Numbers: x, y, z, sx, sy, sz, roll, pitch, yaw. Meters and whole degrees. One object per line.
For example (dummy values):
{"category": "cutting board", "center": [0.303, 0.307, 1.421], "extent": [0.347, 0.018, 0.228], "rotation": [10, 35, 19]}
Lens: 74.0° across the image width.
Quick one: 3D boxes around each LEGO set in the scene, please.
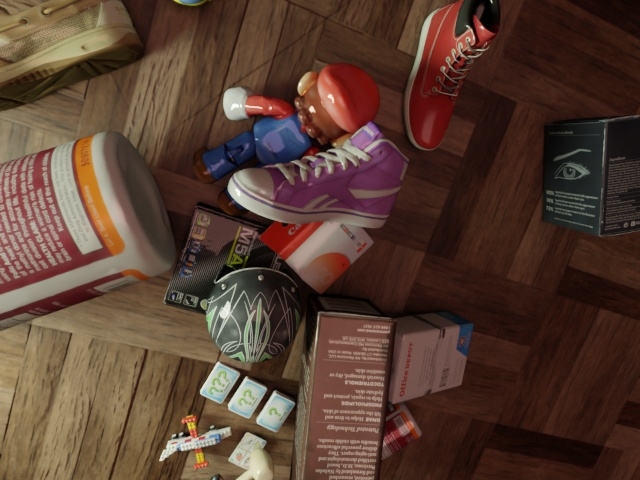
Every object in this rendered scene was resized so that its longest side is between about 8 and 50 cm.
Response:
{"category": "LEGO set", "center": [-0.188, 0.387, 0.843], "extent": [0.182, 0.060, 0.244], "rotation": [32, 96, -12]}

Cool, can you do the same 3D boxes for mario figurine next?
{"category": "mario figurine", "center": [-0.046, -0.177, 0.724], "extent": [0.320, 0.170, 0.198], "rotation": [-31, 145, 8]}

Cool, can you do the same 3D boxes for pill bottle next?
{"category": "pill bottle", "center": [-0.439, 0.005, 0.615], "extent": [0.391, 0.224, 0.224], "rotation": [-19, 106, -6]}
{"category": "pill bottle", "center": [0.128, 0.408, 0.893], "extent": [0.151, 0.086, 0.086], "rotation": [-31, 107, -1]}

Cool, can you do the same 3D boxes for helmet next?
{"category": "helmet", "center": [-0.108, 0.114, 0.692], "extent": [0.169, 0.161, 0.170], "rotation": [-3, 105, -12]}

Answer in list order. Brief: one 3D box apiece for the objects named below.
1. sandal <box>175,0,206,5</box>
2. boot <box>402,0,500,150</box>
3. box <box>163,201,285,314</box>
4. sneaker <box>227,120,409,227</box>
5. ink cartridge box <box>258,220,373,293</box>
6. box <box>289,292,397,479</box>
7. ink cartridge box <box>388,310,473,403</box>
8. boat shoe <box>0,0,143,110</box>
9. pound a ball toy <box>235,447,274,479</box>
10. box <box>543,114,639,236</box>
{"category": "sandal", "center": [-0.139, -0.493, 0.601], "extent": [0.126, 0.138, 0.318], "rotation": [29, 98, -18]}
{"category": "boot", "center": [0.216, -0.270, 0.701], "extent": [0.088, 0.176, 0.245], "rotation": [4, 104, -14]}
{"category": "box", "center": [-0.164, 0.049, 0.772], "extent": [0.184, 0.045, 0.191], "rotation": [20, 99, -14]}
{"category": "sneaker", "center": [0.010, -0.111, 0.629], "extent": [0.281, 0.102, 0.161], "rotation": [0, 127, -34]}
{"category": "ink cartridge box", "center": [0.000, 0.000, 0.755], "extent": [0.145, 0.045, 0.179], "rotation": [-44, 137, 1]}
{"category": "box", "center": [0.030, 0.300, 0.755], "extent": [0.142, 0.191, 0.382], "rotation": [7, 92, -6]}
{"category": "ink cartridge box", "center": [0.198, 0.223, 0.835], "extent": [0.190, 0.082, 0.140], "rotation": [0, 104, -31]}
{"category": "boat shoe", "center": [-0.441, -0.270, 0.611], "extent": [0.340, 0.121, 0.110], "rotation": [-26, 102, -15]}
{"category": "pound a ball toy", "center": [-0.194, 0.561, 0.844], "extent": [0.319, 0.136, 0.208], "rotation": [-31, 103, -4]}
{"category": "box", "center": [0.520, -0.127, 0.806], "extent": [0.108, 0.153, 0.207], "rotation": [-8, 105, -9]}
